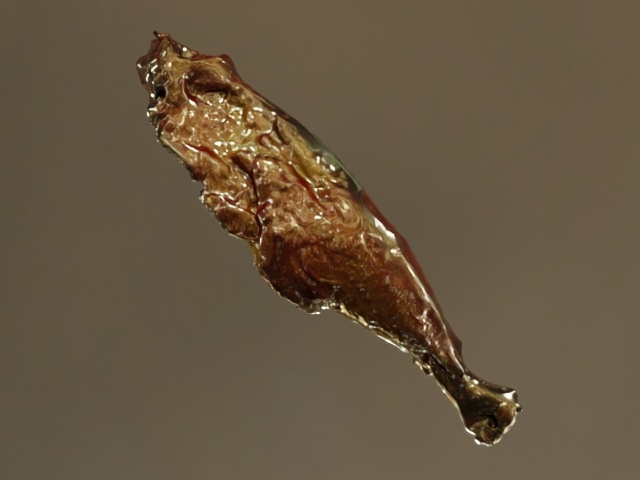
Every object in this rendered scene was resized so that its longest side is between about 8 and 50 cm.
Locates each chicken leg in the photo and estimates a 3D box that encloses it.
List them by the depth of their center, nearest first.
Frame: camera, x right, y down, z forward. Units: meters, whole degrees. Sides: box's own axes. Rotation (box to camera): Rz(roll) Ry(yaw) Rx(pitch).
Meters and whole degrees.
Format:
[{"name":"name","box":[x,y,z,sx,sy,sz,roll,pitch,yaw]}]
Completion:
[{"name":"chicken leg","box":[-0.001,-0.001,0.526,0.037,0.145,0.062,-44,-14,-1]}]
